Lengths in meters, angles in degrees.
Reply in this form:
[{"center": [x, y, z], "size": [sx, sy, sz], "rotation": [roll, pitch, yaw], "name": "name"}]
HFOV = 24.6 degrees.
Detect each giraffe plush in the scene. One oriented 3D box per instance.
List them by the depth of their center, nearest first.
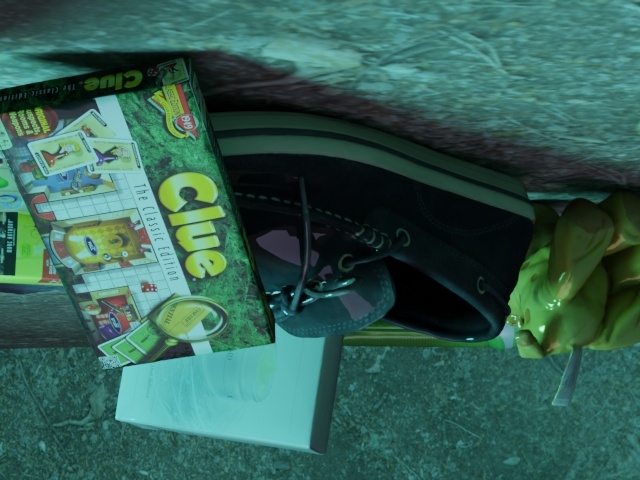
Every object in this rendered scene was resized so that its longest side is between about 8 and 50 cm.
[{"center": [0.224, 0.032, 1.431], "size": [0.181, 0.210, 0.170], "rotation": [27, -175, -37], "name": "giraffe plush"}]

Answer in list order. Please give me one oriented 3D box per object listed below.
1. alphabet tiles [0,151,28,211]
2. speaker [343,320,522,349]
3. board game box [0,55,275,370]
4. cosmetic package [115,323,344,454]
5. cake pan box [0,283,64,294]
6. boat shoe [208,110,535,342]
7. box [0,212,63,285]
[{"center": [-0.348, -0.066, 1.093], "size": [0.237, 0.009, 0.198], "rotation": [1, 157, 3], "name": "alphabet tiles"}, {"center": [0.114, 0.073, 1.823], "size": [0.297, 0.131, 0.131], "rotation": [0, 172, 4], "name": "speaker"}, {"center": [-0.122, -0.009, 1.006], "size": [0.136, 0.030, 0.259], "rotation": [-11, 135, 4], "name": "board game box"}, {"center": [-0.093, 0.114, 1.663], "size": [0.225, 0.224, 0.138], "rotation": [7, 170, 8], "name": "cosmetic package"}, {"center": [-0.394, 0.016, 1.684], "size": [0.246, 0.070, 0.267], "rotation": [9, 169, -35], "name": "cake pan box"}, {"center": [-0.006, -0.003, 1.173], "size": [0.187, 0.156, 0.500], "rotation": [-6, 168, 44], "name": "boat shoe"}, {"center": [-0.262, 0.004, 1.504], "size": [0.232, 0.087, 0.058], "rotation": [5, 171, -21], "name": "box"}]
